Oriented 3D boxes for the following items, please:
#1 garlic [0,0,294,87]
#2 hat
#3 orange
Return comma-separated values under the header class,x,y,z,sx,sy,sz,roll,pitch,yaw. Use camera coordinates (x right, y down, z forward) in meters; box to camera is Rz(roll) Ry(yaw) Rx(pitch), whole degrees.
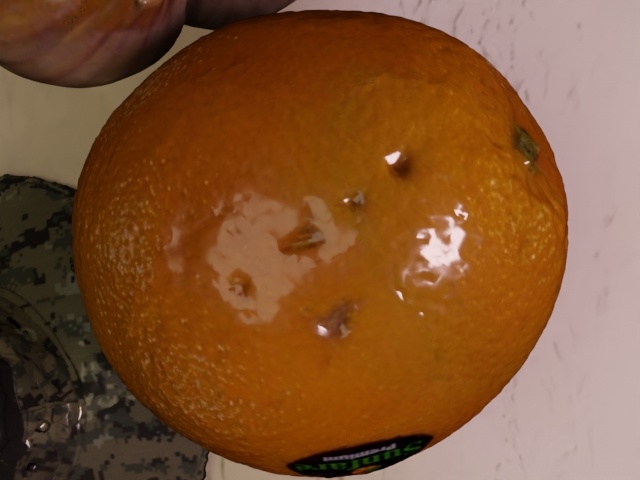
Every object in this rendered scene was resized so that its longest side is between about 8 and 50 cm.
class,x,y,z,sx,sy,sz,roll,pitch,yaw
garlic,-0.056,-0.163,0.609,0.214,0.160,0.191,-50,47,26
hat,-0.195,0.092,0.732,0.265,0.128,0.266,4,99,26
orange,0.000,0.000,0.578,0.206,0.206,0.206,3,97,29
